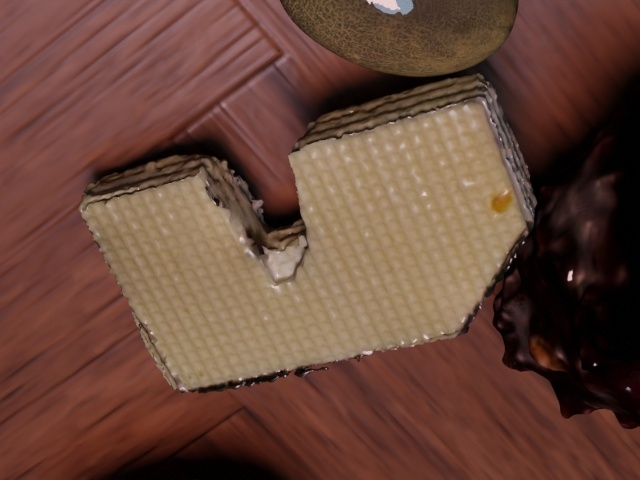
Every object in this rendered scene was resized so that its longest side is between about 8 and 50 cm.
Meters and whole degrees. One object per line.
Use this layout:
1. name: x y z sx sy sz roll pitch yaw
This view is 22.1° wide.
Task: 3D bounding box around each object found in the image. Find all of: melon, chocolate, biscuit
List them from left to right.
1. biscuit: 0.000 0.000 0.900 0.250 0.046 0.147 -15 120 23
2. melon: 0.039 -0.133 0.830 0.130 0.098 0.098 14 118 -16
3. chocolate: 0.182 0.032 0.902 0.206 0.224 0.177 12 159 -39

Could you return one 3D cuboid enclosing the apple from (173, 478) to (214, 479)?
1. apple: -0.085 0.237 0.978 0.174 0.188 0.188 -2 120 20
